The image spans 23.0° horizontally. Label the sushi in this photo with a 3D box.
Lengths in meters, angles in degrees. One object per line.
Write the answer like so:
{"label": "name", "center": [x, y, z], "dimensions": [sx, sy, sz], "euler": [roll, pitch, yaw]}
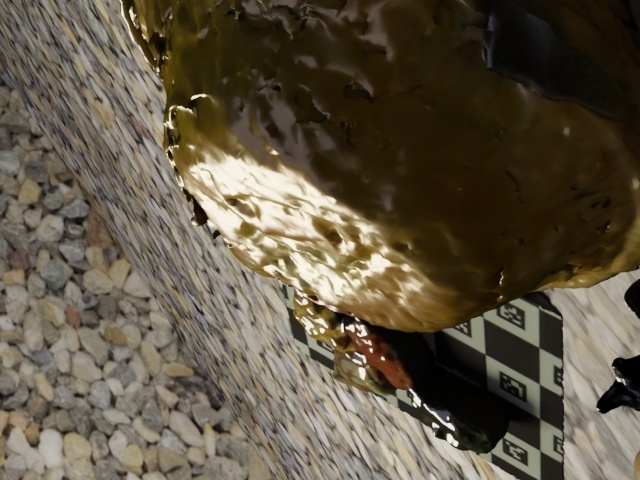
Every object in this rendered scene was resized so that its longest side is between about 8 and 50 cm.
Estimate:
{"label": "sushi", "center": [0.076, 0.116, 1.574], "dimensions": [0.359, 0.064, 0.343], "euler": [28, 151, 26]}

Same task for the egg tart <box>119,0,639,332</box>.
{"label": "egg tart", "center": [0.030, -0.069, 1.104], "dimensions": [0.443, 0.178, 0.443], "euler": [24, 158, 11]}

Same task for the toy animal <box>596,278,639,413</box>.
{"label": "toy animal", "center": [0.279, 0.130, 1.153], "dimensions": [0.202, 0.070, 0.105], "euler": [56, 146, 29]}

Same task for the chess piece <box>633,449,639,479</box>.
{"label": "chess piece", "center": [0.327, 0.299, 1.257], "dimensions": [0.139, 0.124, 0.307], "euler": [-69, -41, -69]}

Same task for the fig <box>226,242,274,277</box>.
{"label": "fig", "center": [0.000, 0.000, 1.680], "dimensions": [0.259, 0.151, 0.151], "euler": [36, 153, 48]}
